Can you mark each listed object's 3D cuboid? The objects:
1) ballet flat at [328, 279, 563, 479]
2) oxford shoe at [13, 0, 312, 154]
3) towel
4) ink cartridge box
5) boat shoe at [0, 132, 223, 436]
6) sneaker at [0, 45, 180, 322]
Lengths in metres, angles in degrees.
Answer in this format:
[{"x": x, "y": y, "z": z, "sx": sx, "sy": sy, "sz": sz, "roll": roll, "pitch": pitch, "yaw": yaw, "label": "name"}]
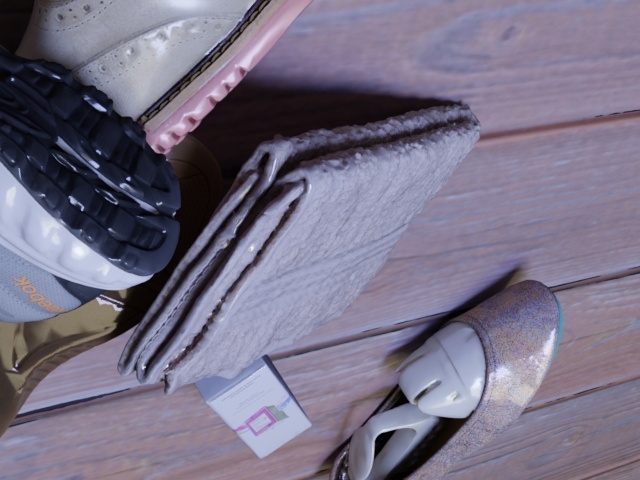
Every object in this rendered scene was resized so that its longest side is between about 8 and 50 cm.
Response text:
[{"x": 0.103, "y": 0.157, "z": 1.067, "sx": 0.106, "sy": 0.107, "sz": 0.316, "roll": 6, "pitch": 130, "yaw": -34, "label": "ballet flat"}, {"x": -0.077, "y": -0.142, "z": 0.546, "sx": 0.397, "sy": 0.140, "sz": 0.146, "roll": -35, "pitch": 116, "yaw": 12, "label": "oxford shoe"}, {"x": 0.000, "y": 0.000, "z": 0.743, "sx": 0.187, "sy": 0.049, "sz": 0.282, "roll": -53, "pitch": 165, "yaw": 28, "label": "towel"}, {"x": -0.063, "y": 0.098, "z": 0.864, "sx": 0.052, "sy": 0.088, "sz": 0.122, "roll": -33, "pitch": 147, "yaw": -4, "label": "ink cartridge box"}, {"x": -0.178, "y": 0.028, "z": 0.699, "sx": 0.285, "sy": 0.089, "sz": 0.104, "roll": -41, "pitch": 120, "yaw": 9, "label": "boat shoe"}, {"x": -0.183, "y": -0.064, "z": 0.462, "sx": 0.108, "sy": 0.100, "sz": 0.271, "roll": -31, "pitch": 111, "yaw": 30, "label": "sneaker"}]
